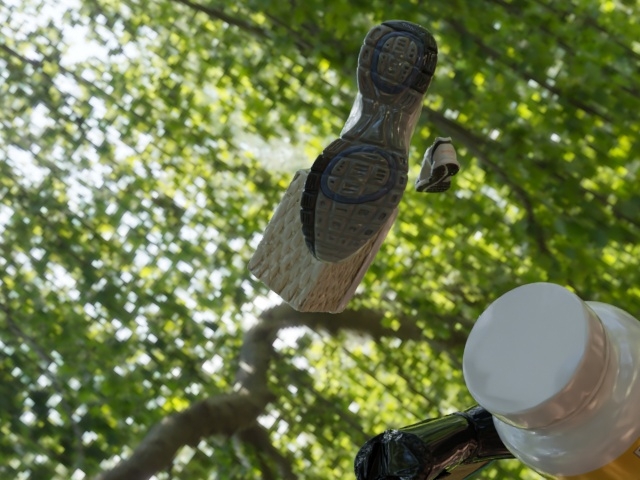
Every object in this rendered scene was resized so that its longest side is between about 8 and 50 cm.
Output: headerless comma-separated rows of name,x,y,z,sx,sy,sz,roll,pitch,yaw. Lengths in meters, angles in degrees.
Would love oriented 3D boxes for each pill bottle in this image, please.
pill bottle,0.299,0.181,1.148,0.334,0.188,0.188,37,-93,-37

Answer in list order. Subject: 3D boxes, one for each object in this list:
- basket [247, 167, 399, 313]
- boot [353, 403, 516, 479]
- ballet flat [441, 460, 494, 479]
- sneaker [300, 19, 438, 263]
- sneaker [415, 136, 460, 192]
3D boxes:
basket,0.000,0.000,1.369,0.103,0.113,0.167,-6,-52,-58
boot,0.182,0.244,1.320,0.246,0.094,0.207,-24,-10,38
ballet flat,0.220,0.416,1.957,0.232,0.073,0.080,-45,-3,23
sneaker,0.064,-0.103,1.272,0.129,0.111,0.297,82,-149,-74
sneaker,0.138,-0.087,1.291,0.109,0.040,0.044,124,143,-67
